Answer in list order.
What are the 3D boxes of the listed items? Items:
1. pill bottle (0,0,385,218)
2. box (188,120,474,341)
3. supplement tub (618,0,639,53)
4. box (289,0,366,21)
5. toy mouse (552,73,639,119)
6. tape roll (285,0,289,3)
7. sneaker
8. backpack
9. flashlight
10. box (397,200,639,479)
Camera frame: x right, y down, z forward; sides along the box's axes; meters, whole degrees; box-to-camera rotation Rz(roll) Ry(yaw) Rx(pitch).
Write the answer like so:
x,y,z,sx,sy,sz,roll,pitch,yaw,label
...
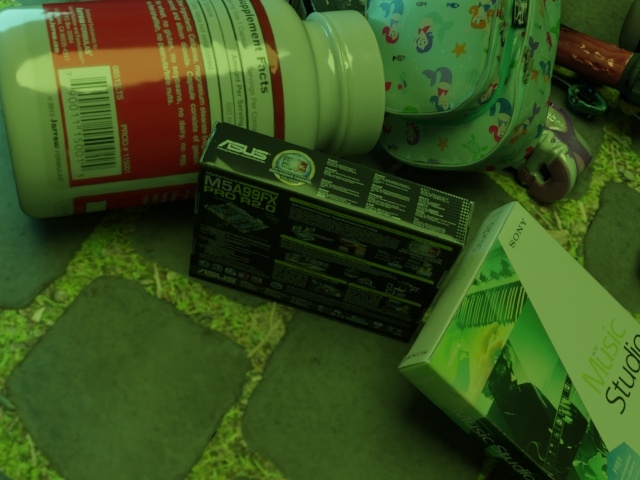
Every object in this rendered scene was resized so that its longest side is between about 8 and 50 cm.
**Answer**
x,y,z,sx,sy,sz,roll,pitch,yaw,label
-0.145,-0.162,0.996,0.407,0.229,0.229,-8,60,-18,pill bottle
0.000,0.000,0.931,0.269,0.216,0.060,17,55,0,box
0.618,-0.285,1.216,0.331,0.241,0.241,37,58,19,supplement tub
0.043,-0.327,1.225,0.158,0.093,0.156,-8,60,-18,box
0.396,-0.219,1.265,0.143,0.031,0.161,9,51,6,toy mouse
-0.140,-0.306,1.180,0.188,0.080,0.189,5,58,-9,tape roll
0.275,-0.162,1.176,0.104,0.095,0.236,-27,71,-33,sneaker
0.166,-0.208,1.066,0.225,0.254,0.191,9,12,36,backpack
0.357,-0.267,1.215,0.304,0.103,0.103,29,55,22,flashlight
0.254,0.146,0.919,0.322,0.058,0.232,42,56,-10,box
